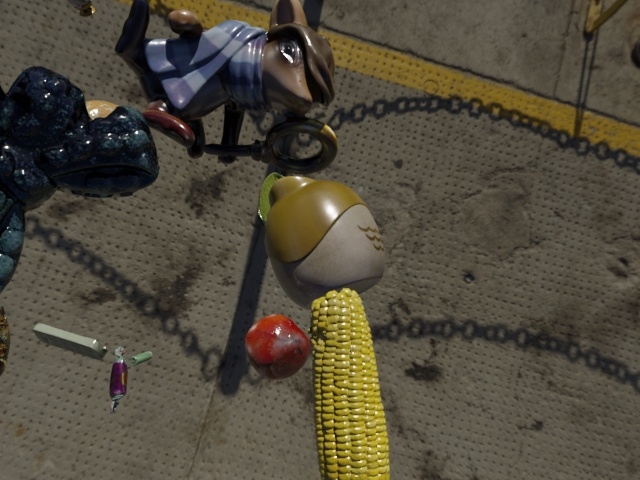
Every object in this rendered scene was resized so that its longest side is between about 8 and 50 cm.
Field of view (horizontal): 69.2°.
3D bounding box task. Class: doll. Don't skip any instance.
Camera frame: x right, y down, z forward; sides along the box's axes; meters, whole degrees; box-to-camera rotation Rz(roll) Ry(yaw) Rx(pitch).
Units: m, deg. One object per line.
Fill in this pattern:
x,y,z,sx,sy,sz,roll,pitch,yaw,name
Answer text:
-0.679,-0.695,1.300,0.073,0.127,0.084,-40,61,-19,doll
-0.138,-0.255,0.784,0.339,0.209,0.318,-12,130,-3,doll

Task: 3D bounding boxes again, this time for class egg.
-0.761,-0.390,1.623,0.203,0.245,0.203,-1,86,18,egg

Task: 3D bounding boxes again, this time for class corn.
0.025,0.149,0.436,0.067,0.067,0.206,-6,81,-7,corn

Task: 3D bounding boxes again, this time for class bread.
-0.176,-0.161,1.870,0.033,0.228,0.228,6,83,-42,bread

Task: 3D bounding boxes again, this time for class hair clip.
-0.362,-0.083,0.549,0.310,0.194,0.206,-44,113,-24,hair clip

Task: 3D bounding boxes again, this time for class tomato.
-0.112,0.301,1.306,0.173,0.099,0.189,-38,93,-30,tomato

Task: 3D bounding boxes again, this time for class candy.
-0.529,0.364,1.217,0.043,0.045,0.175,-7,64,-1,candy

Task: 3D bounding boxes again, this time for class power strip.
-0.688,0.275,1.264,0.227,0.080,0.029,14,52,8,power strip

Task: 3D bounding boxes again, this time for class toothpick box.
0.000,0.000,1.649,0.409,0.409,0.425,-18,73,-8,toothpick box

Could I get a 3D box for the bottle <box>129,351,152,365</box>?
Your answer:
-0.583,0.384,1.512,0.030,0.083,0.030,0,90,16,bottle

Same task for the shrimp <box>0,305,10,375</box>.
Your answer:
-0.583,0.185,0.845,0.025,0.091,0.127,-1,102,-26,shrimp
